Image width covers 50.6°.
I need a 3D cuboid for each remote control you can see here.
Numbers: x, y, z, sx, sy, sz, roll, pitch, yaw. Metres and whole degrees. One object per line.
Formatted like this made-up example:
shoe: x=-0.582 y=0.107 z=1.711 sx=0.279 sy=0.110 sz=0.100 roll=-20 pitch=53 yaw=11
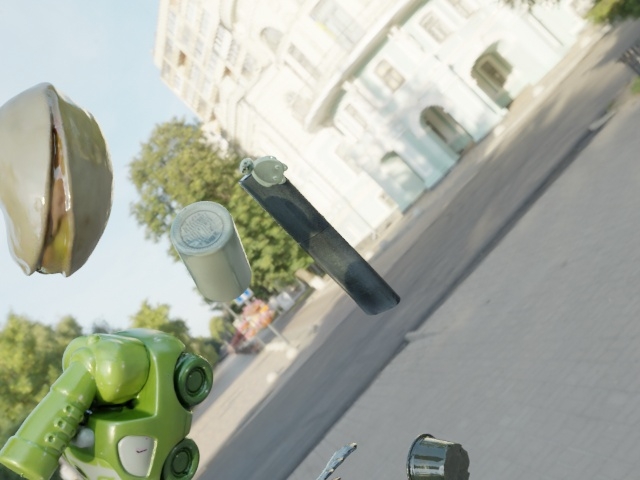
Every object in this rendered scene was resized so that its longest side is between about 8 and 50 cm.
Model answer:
remote control: x=0.000 y=0.000 z=1.310 sx=0.107 sy=0.377 sz=0.044 roll=-30 pitch=18 yaw=48

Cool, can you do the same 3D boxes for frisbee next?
frisbee: x=-0.031 y=0.344 z=0.896 sx=0.187 sy=0.012 sz=0.211 roll=-39 pitch=-7 yaw=2

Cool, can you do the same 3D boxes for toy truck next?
toy truck: x=-0.228 y=0.180 z=0.744 sx=0.148 sy=0.210 sz=0.187 roll=4 pitch=67 yaw=36

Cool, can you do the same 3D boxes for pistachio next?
pistachio: x=-0.611 y=-0.133 z=1.513 sx=0.281 sy=0.445 sz=0.365 roll=-1 pitch=-13 yaw=-28

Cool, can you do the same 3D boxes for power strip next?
power strip: x=-0.099 y=-0.123 z=1.178 sx=0.035 sy=0.083 sz=0.055 roll=-100 pitch=22 yaw=-82

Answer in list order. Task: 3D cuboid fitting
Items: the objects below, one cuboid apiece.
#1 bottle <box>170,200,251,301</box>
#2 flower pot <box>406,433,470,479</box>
bottle: x=-0.180 y=0.036 z=1.171 sx=0.104 sy=0.104 sz=0.245 roll=-45 pitch=-23 yaw=-18
flower pot: x=0.303 y=0.568 z=1.697 sx=0.107 sy=0.157 sz=0.157 roll=-13 pitch=24 yaw=46
